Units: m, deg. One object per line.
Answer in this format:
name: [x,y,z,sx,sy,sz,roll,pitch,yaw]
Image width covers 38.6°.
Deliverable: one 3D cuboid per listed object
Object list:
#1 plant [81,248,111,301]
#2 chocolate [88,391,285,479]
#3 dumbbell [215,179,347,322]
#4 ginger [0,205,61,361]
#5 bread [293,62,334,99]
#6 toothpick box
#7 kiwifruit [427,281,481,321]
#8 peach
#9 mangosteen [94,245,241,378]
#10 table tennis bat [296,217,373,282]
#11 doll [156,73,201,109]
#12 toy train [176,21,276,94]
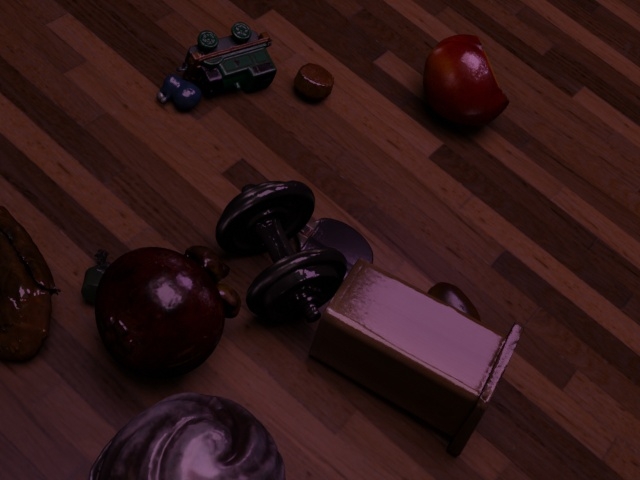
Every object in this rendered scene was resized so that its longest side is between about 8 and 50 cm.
plant: [-0.376,0.058,1.559,0.051,0.051,0.102,14,40,-7]
chocolate: [-0.182,0.337,1.322,0.303,0.213,0.303,8,56,-12]
dumbbell: [-0.068,0.017,1.589,0.192,0.192,0.290,-15,61,-25]
ginger: [-0.515,0.046,1.493,0.133,0.107,0.309,-29,67,-6]
bread: [-0.014,-0.332,1.932,0.085,0.053,0.085,14,42,-13]
toothpick box: [0.156,0.185,1.554,0.308,0.190,0.187,28,53,10]
kiwifruit: [0.245,0.131,1.678,0.075,0.075,0.124,-22,69,-28]
peach: [0.320,-0.345,1.958,0.192,0.190,0.190,14,51,16]
mangosteen: [-0.234,0.102,1.473,0.215,0.215,0.257,45,46,16]
table tennis bat: [0.000,0.000,1.728,0.220,0.019,0.130,32,52,5]
doll: [-0.282,-0.295,1.831,0.083,0.050,0.076,33,58,5]
toy train: [-0.184,-0.364,1.883,0.227,0.091,0.136,-25,77,-29]
